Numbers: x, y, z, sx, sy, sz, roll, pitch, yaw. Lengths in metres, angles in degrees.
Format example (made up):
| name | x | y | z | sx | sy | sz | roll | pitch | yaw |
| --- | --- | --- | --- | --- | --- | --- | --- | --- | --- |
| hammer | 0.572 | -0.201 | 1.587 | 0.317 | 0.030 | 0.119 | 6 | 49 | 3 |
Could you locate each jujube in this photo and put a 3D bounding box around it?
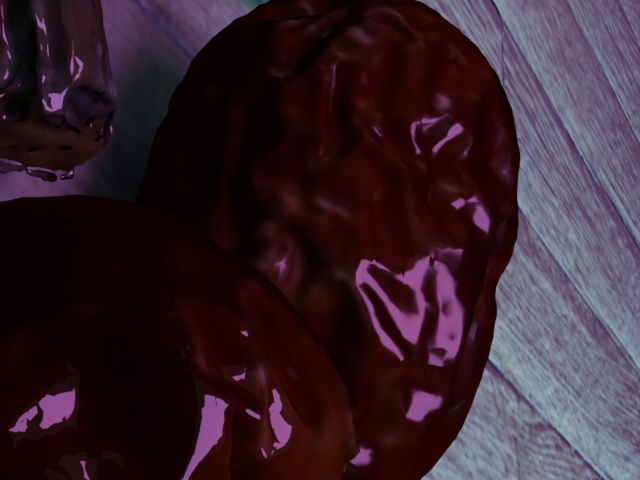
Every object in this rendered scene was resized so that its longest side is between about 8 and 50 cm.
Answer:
| name | x | y | z | sx | sy | sz | roll | pitch | yaw |
| --- | --- | --- | --- | --- | --- | --- | --- | --- | --- |
| jujube | 0.000 | 0.000 | 0.704 | 0.174 | 0.174 | 0.250 | 55 | 38 | -51 |
| jujube | -0.077 | 0.106 | 0.438 | 0.213 | 0.212 | 0.232 | -59 | 142 | -59 |

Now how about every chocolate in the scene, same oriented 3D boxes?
| name | x | y | z | sx | sy | sz | roll | pitch | yaw |
| --- | --- | --- | --- | --- | --- | --- | --- | --- | --- |
| chocolate | -0.122 | -0.188 | 0.593 | 0.102 | 0.065 | 0.329 | 14 | 68 | -67 |

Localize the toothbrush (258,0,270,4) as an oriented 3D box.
| name | x | y | z | sx | sy | sz | roll | pitch | yaw |
| --- | --- | --- | --- | --- | --- | --- | --- | --- | --- |
| toothbrush | -0.002 | -0.135 | 0.946 | 0.321 | 0.023 | 0.031 | 20 | 67 | -67 |
